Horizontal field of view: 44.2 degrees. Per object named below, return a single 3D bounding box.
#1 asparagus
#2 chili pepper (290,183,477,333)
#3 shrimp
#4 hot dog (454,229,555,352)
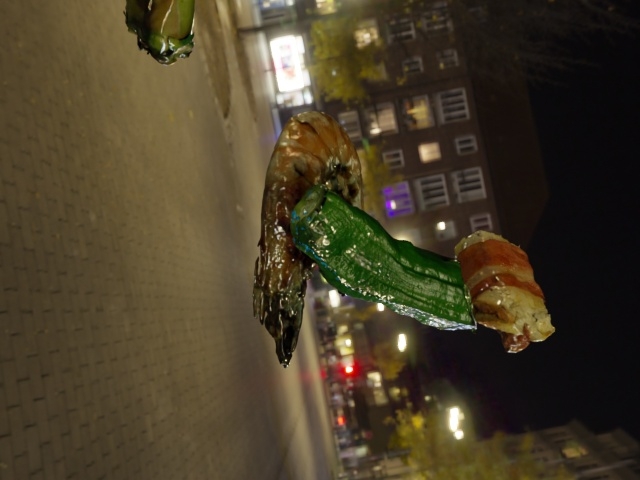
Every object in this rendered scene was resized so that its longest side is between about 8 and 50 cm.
[{"bbox_3d":[-0.244,-0.475,1.253,0.128,0.108,0.382,39,-48,31],"label":"asparagus"},{"bbox_3d":[0.068,0.027,0.766,0.224,0.061,0.098,30,45,-24],"label":"chili pepper"},{"bbox_3d":[0.000,0.000,1.061,0.233,0.071,0.365,32,56,-49],"label":"shrimp"},{"bbox_3d":[0.267,0.078,1.179,0.103,0.146,0.213,-48,-153,33],"label":"hot dog"}]
